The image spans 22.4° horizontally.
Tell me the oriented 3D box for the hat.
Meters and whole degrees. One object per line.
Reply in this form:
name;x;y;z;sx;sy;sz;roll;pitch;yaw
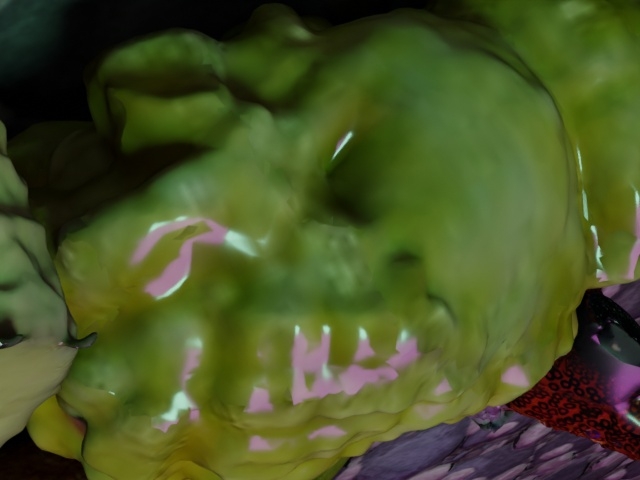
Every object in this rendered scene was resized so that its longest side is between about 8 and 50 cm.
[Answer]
hat;0.163;0.084;0.904;0.129;0.227;0.140;-45;157;-17

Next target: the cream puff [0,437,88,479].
cream puff;-0.147;0.198;0.916;0.240;0.164;0.240;-10;144;-7

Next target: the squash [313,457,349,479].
squash;-0.027;0.150;1.043;0.066;0.066;0.201;-4;149;-40

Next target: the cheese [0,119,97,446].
cheese;-0.139;-0.018;0.447;0.094;0.167;0.123;-12;157;-32

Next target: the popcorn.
popcorn;0.000;0.000;0.633;0.286;0.174;0.225;-23;174;-30
